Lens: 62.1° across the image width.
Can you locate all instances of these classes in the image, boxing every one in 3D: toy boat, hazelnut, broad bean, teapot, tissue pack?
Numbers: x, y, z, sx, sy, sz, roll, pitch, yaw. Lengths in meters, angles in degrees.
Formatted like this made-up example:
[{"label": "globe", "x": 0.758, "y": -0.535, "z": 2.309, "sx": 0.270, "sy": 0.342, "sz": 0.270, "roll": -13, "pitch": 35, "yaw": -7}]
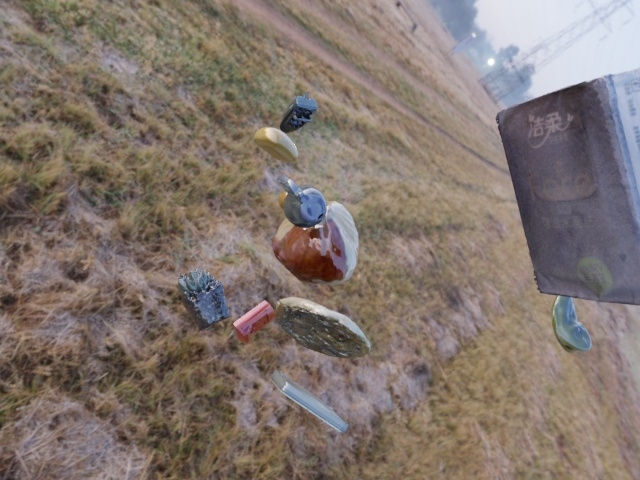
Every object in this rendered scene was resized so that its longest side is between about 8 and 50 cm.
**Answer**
[{"label": "toy boat", "x": -0.095, "y": -0.474, "z": 2.065, "sx": 0.092, "sy": 0.246, "sz": 0.103, "roll": 5, "pitch": 73, "yaw": -25}, {"label": "hazelnut", "x": 0.000, "y": 0.000, "z": 1.508, "sx": 0.261, "sy": 0.261, "sz": 0.241, "roll": -91, "pitch": 178, "yaw": -51}, {"label": "broad bean", "x": 0.810, "y": 0.270, "z": 1.743, "sx": 0.153, "sy": 0.072, "sz": 0.207, "roll": -19, "pitch": 85, "yaw": -46}, {"label": "teapot", "x": -0.035, "y": -0.101, "z": 1.332, "sx": 0.108, "sy": 0.111, "sz": 0.149, "roll": -158, "pitch": -129, "yaw": -71}, {"label": "tissue pack", "x": 0.496, "y": -0.088, "z": 0.985, "sx": 0.288, "sy": 0.124, "sz": 0.394, "roll": -177, "pitch": -109, "yaw": -71}]

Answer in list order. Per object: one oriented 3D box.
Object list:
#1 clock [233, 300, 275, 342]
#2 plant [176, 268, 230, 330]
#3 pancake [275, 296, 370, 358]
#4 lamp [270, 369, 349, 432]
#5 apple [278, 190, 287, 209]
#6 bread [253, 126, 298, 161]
[{"label": "clock", "x": -0.239, "y": 0.302, "z": 1.958, "sx": 0.061, "sy": 0.155, "sz": 0.113, "roll": 41, "pitch": -26, "yaw": 26}, {"label": "plant", "x": -0.377, "y": 0.183, "z": 1.716, "sx": 0.132, "sy": 0.129, "sz": 0.195, "roll": -24, "pitch": 89, "yaw": -30}, {"label": "pancake", "x": 0.001, "y": 0.227, "z": 1.350, "sx": 0.282, "sy": 0.282, "sz": 0.049, "roll": 46, "pitch": 57, "yaw": -25}, {"label": "lamp", "x": -0.042, "y": 0.546, "z": 1.818, "sx": 0.269, "sy": 0.047, "sz": 0.266, "roll": 36, "pitch": -12, "yaw": -6}, {"label": "apple", "x": -0.098, "y": -0.129, "z": 1.724, "sx": 0.071, "sy": 0.084, "sz": 0.084, "roll": 25, "pitch": 7, "yaw": 30}, {"label": "bread", "x": -0.184, "y": -0.417, "z": 2.287, "sx": 0.147, "sy": 0.098, "sz": 0.217, "roll": 20, "pitch": -6, "yaw": 28}]
